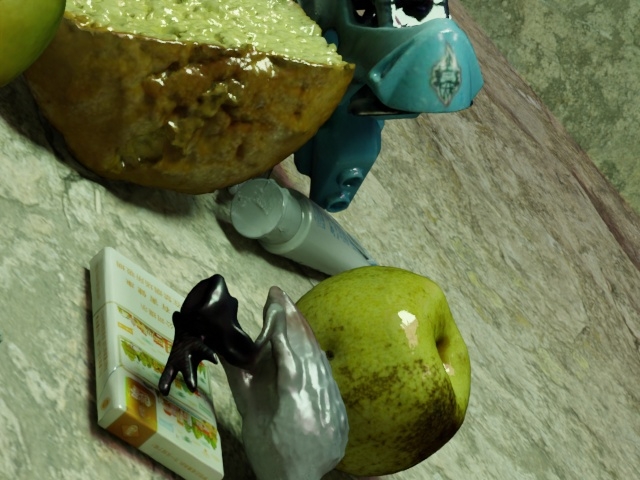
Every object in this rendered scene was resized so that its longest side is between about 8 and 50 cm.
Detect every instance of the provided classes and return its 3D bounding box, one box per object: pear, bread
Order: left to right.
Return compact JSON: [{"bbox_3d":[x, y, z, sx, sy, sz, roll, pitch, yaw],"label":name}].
[{"bbox_3d":[-0.155,-0.156,1.641,0.340,0.179,0.194,5,33,-28],"label":"bread"},{"bbox_3d":[0.039,0.123,1.533,0.197,0.197,0.197,40,21,-19],"label":"pear"}]

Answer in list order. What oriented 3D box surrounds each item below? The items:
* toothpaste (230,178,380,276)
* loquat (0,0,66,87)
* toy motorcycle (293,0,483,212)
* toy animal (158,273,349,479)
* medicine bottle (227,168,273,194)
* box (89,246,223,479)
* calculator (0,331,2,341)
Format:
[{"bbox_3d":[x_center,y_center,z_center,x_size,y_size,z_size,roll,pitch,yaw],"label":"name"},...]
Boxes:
[{"bbox_3d":[0.000,0.000,1.857,0.114,0.073,0.299,50,11,29],"label":"toothpaste"},{"bbox_3d":[-0.340,-0.222,1.398,0.246,0.213,0.213,-9,55,-40],"label":"loquat"},{"bbox_3d":[0.053,-0.168,1.777,0.172,0.416,0.232,-4,60,-26],"label":"toy motorcycle"},{"bbox_3d":[-0.027,0.168,1.388,0.324,0.090,0.195,62,32,-12],"label":"toy animal"},{"bbox_3d":[-0.081,-0.088,1.857,0.057,0.057,0.199,44,20,-9],"label":"medicine bottle"},{"bbox_3d":[-0.142,0.104,1.405,0.122,0.032,0.220,38,22,-30],"label":"box"},{"bbox_3d":[-0.301,0.011,1.286,0.057,0.018,0.172,18,33,-56],"label":"calculator"}]
